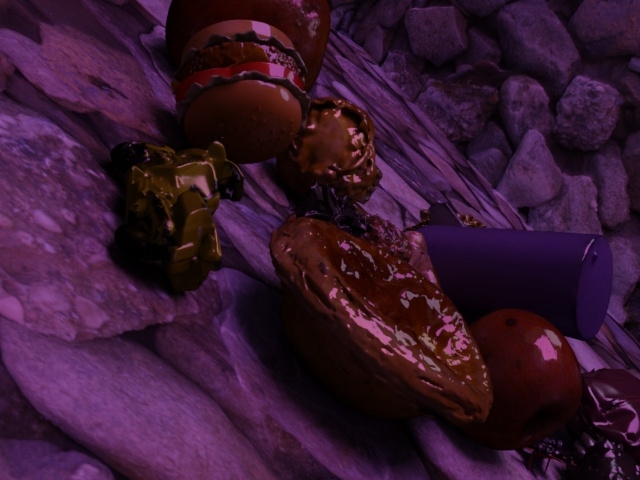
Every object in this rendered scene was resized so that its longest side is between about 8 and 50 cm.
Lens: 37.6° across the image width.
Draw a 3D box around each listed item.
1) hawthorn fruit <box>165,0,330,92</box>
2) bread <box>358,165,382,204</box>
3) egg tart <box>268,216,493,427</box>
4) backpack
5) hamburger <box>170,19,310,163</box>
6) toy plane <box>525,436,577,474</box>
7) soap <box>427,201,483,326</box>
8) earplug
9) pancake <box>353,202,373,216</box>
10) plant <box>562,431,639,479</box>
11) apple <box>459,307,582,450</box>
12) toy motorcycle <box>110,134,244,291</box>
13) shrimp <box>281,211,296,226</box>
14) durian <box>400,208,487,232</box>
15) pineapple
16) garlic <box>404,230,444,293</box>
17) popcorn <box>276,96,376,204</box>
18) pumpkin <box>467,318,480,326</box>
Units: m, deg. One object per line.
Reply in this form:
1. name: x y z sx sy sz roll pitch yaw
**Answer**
1. hawthorn fruit: -0.144 -0.497 2.186 0.403 0.403 0.403 37 18 -14
2. bread: 0.049 -0.185 2.283 0.138 0.102 0.196 24 17 -42
3. egg tart: 0.074 0.143 1.477 0.443 0.178 0.443 36 17 -13
4. backpack: 0.633 0.400 2.019 0.317 0.197 0.283 16 33 -48
5. hamburger: -0.152 -0.265 1.814 0.274 0.274 0.212 24 51 -44
6. toy plane: 0.434 0.400 1.816 0.130 0.061 0.189 16 6 19
7. soap: 0.332 0.095 2.137 0.302 0.159 0.258 41 20 -16
8. earplug: 0.366 0.071 1.986 0.456 0.215 0.215 8 -4 35
9. pancake: 0.113 -0.025 2.197 0.235 0.029 0.212 37 17 -21
10. plant: 0.544 0.457 1.802 0.129 0.132 0.194 40 22 -13
11. apple: 0.331 0.237 1.659 0.253 0.253 0.253 37 18 -14
12. toy motorcycle: -0.209 -0.058 1.417 0.206 0.142 0.342 -4 33 -11
13. shrimp: 0.000 0.000 1.856 0.164 0.062 0.317 47 20 -9
14. durian: 0.315 0.005 2.369 0.306 0.172 0.166 14 8 -42
15. pineapple: 0.058 -0.015 1.769 0.248 0.128 0.128 35 18 -33
16. garlic: 0.202 0.122 1.878 0.217 0.110 0.228 -106 171 -53
17. popcorn: 0.011 -0.193 2.058 0.250 0.250 0.190 52 4 28
18. pumpkin: 0.355 0.241 1.876 0.194 0.150 0.194 37 19 -16
